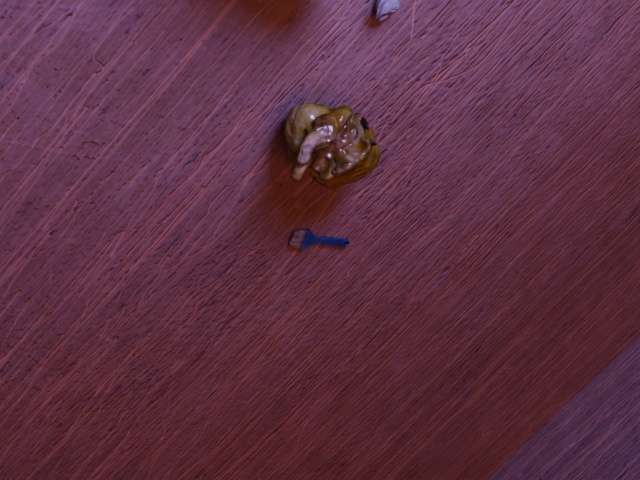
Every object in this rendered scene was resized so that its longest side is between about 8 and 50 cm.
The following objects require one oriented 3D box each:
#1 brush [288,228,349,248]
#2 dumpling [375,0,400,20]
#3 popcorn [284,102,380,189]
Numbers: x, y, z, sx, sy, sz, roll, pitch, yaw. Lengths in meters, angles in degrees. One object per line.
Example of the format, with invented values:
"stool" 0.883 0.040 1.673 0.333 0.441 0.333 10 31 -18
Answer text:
"brush" 0.000 0.000 2.130 0.164 0.014 0.051 6 122 -31
"dumpling" 0.139 -0.480 1.827 0.052 0.076 0.057 2 121 0
"popcorn" 0.017 -0.208 1.879 0.191 0.190 0.253 -25 172 8
